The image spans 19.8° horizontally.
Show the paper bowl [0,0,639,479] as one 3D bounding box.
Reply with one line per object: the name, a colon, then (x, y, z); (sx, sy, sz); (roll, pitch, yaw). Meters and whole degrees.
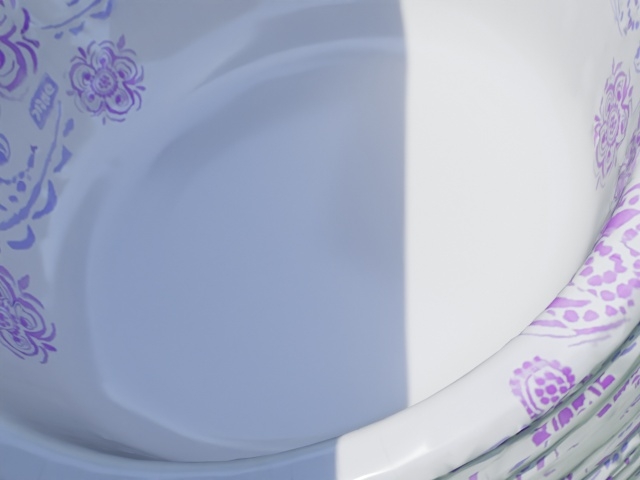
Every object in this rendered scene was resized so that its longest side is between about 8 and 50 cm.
paper bowl: (0.000, 0.000, 0.614); (0.284, 0.148, 0.284); (-10, 52, 13)
